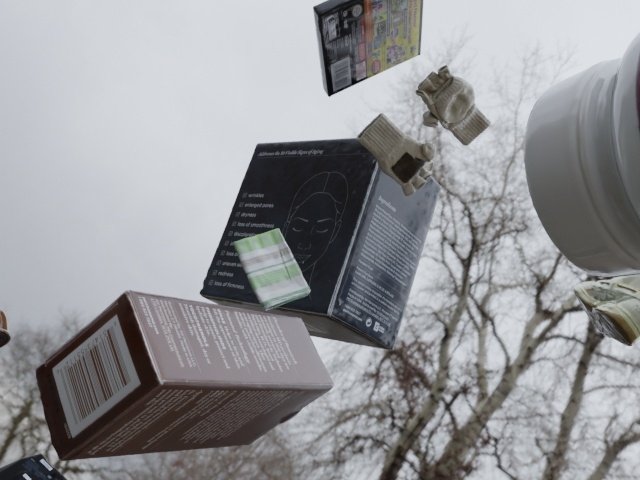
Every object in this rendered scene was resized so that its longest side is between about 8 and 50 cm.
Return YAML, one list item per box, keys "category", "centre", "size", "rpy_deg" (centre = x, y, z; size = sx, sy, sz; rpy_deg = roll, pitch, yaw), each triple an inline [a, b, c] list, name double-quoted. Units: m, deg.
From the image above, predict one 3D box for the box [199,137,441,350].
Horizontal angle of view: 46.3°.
- category: "box"
  centre: [0.000, 0.000, 1.992]
  size: [0.479, 0.472, 0.297]
  rpy_deg: [4, -20, 42]

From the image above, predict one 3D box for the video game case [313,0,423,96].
- category: "video game case"
  centre: [0.111, -0.458, 1.646]
  size: [0.035, 0.248, 0.275]
  rpy_deg: [61, -8, 25]

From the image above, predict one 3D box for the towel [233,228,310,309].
- category: "towel"
  centre: [-0.095, 0.054, 1.484]
  size: [0.152, 0.113, 0.023]
  rpy_deg: [64, -34, 14]

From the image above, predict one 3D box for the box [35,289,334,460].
- category: "box"
  centre: [-0.169, 0.191, 1.039]
  size: [0.191, 0.381, 0.143]
  rpy_deg: [-38, -119, 20]

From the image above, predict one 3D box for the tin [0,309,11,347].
- category: "tin"
  centre: [-0.449, 0.101, 0.872]
  size: [0.040, 0.106, 0.189]
  rpy_deg: [70, 12, 21]

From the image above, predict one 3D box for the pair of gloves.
- category: "pair of gloves"
  centre: [0.213, -0.215, 1.482]
  size: [0.204, 0.240, 0.042]
  rpy_deg: [45, 10, -42]

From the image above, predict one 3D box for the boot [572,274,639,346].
- category: "boot"
  centre: [0.452, 0.063, 1.044]
  size: [0.077, 0.165, 0.213]
  rpy_deg: [54, 5, -3]

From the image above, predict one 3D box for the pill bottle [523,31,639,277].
- category: "pill bottle"
  centre: [0.359, -0.092, 0.534]
  size: [0.224, 0.224, 0.392]
  rpy_deg: [54, -34, -14]

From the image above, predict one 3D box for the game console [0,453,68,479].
- category: "game console"
  centre: [-0.424, 0.455, 1.083]
  size: [0.361, 0.213, 0.044]
  rpy_deg: [25, -49, 36]
